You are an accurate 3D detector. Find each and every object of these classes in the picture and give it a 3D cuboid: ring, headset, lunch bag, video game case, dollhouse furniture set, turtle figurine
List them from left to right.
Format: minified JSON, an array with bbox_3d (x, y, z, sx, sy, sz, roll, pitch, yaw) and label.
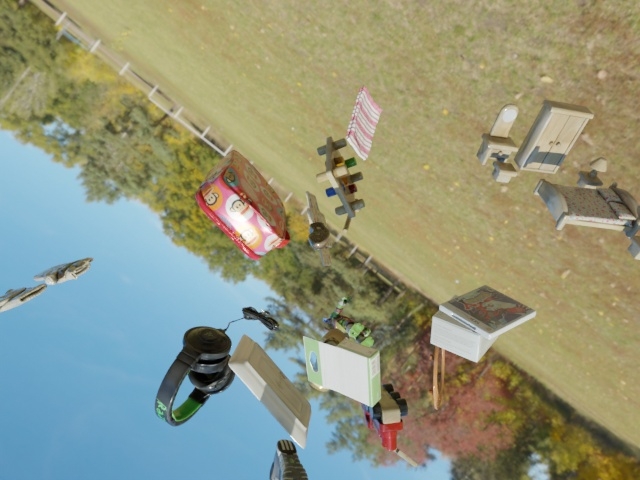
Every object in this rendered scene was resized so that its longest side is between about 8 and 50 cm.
[{"bbox_3d":[-0.283,0.337,1.417,0.185,0.394,0.243,23,141,16],"label":"headset"},{"bbox_3d":[-0.174,-0.083,1.289,0.258,0.120,0.293,46,-167,-18],"label":"lunch bag"},{"bbox_3d":[0.161,0.339,2.246,0.274,0.198,0.266,-6,-160,-16],"label":"turtle figurine"},{"bbox_3d":[0.477,0.515,2.105,0.032,0.337,0.336,2,168,19],"label":"ring"},{"bbox_3d":[0.476,0.198,1.470,0.201,0.023,0.183,-16,-151,-31],"label":"video game case"},{"bbox_3d":[0.563,-0.148,1.141,0.303,0.174,0.356,5,-139,-12],"label":"dollhouse furniture set"}]

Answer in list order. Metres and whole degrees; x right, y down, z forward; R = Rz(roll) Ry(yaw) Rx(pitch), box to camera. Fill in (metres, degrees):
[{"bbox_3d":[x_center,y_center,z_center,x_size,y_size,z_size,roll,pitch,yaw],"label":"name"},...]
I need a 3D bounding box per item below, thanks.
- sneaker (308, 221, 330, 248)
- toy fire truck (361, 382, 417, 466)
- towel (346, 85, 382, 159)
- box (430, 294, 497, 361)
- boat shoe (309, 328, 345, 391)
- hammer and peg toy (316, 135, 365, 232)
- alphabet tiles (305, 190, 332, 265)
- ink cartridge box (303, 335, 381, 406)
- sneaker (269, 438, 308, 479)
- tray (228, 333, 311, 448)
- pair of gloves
[{"bbox_3d":[0.000,0.000,1.580,0.188,0.066,0.071,-93,-7,-71],"label":"sneaker"},{"bbox_3d":[0.231,0.630,1.735,0.158,0.247,0.217,-4,-175,-10],"label":"toy fire truck"},{"bbox_3d":[0.143,-0.380,1.675,0.029,0.197,0.144,8,165,32],"label":"towel"},{"bbox_3d":[0.507,0.303,1.798,0.181,0.119,0.181,19,-147,35],"label":"box"},{"bbox_3d":[0.039,0.382,1.756,0.109,0.098,0.302,22,-154,6],"label":"boat shoe"},{"bbox_3d":[0.107,-0.214,2.096,0.266,0.127,0.361,-88,-26,-47],"label":"hammer and peg toy"},{"bbox_3d":[0.000,-0.042,1.910,0.284,0.021,0.278,12,-115,-80],"label":"alphabet tiles"},{"bbox_3d":[0.063,0.371,1.513,0.235,0.171,0.056,13,-151,37],"label":"ink cartridge box"},{"bbox_3d":[-0.104,0.745,1.594,0.086,0.132,0.229,14,-160,-19],"label":"sneaker"},{"bbox_3d":[-0.104,0.345,1.212,0.270,0.030,0.145,52,-166,-10],"label":"tray"},{"bbox_3d":[-0.704,0.114,1.305,0.240,0.204,0.042,-47,-61,-55],"label":"pair of gloves"}]
